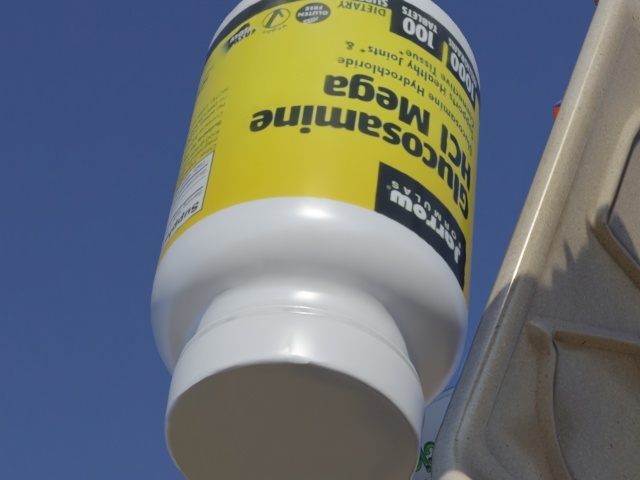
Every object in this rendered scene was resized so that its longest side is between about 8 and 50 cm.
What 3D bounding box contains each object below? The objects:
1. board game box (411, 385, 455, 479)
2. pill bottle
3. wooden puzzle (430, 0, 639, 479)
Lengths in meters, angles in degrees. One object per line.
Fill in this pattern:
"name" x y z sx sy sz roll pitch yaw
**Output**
"board game box" -0.039 0.187 1.258 0.305 0.053 0.193 -21 -7 -36
"pill bottle" 0.000 0.000 1.130 0.188 0.334 0.188 4 -46 4
"wooden puzzle" 0.177 0.087 0.928 0.080 0.348 0.322 -17 -52 38
